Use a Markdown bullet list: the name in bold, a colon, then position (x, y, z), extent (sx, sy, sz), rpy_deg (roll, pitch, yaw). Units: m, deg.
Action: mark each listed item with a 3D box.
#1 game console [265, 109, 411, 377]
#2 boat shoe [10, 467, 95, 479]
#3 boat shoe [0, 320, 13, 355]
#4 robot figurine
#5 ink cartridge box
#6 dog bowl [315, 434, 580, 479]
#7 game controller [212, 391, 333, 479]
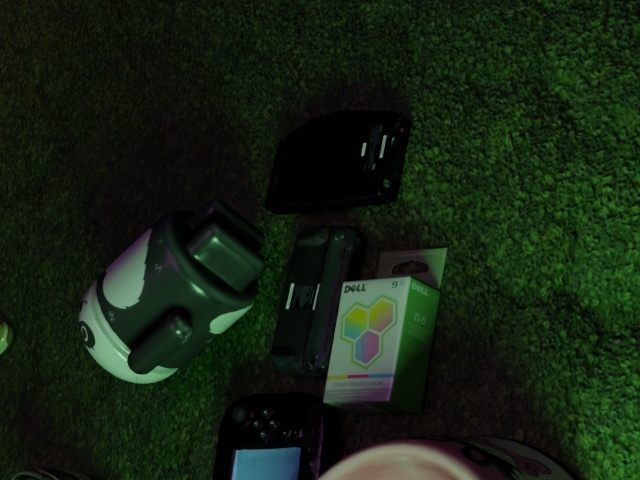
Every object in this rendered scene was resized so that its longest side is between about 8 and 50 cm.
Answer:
- **game console**: position (0.000, 0.000, 1.817), extent (0.213, 0.044, 0.361), rpy_deg (-4, 67, 45)
- **boat shoe**: position (-0.318, 0.417, 1.858), extent (0.355, 0.130, 0.132), rpy_deg (30, 93, 48)
- **boat shoe**: position (-0.582, 0.188, 2.277), extent (0.190, 0.072, 0.068), rpy_deg (-45, 45, 19)
- **robot figurine**: position (-0.200, 0.069, 1.880), extent (0.278, 0.209, 0.173), rpy_deg (-41, 76, 22)
- **ink cartridge box**: position (0.077, 0.100, 1.674), extent (0.109, 0.062, 0.209), rpy_deg (-6, 66, 44)
- **dog bowl**: position (0.104, 0.385, 1.443), extent (0.408, 0.150, 0.408), rpy_deg (-22, 56, 37)
- **game controller**: position (-0.067, 0.340, 1.696), extent (0.166, 0.067, 0.319), rpy_deg (-12, 63, 41)
